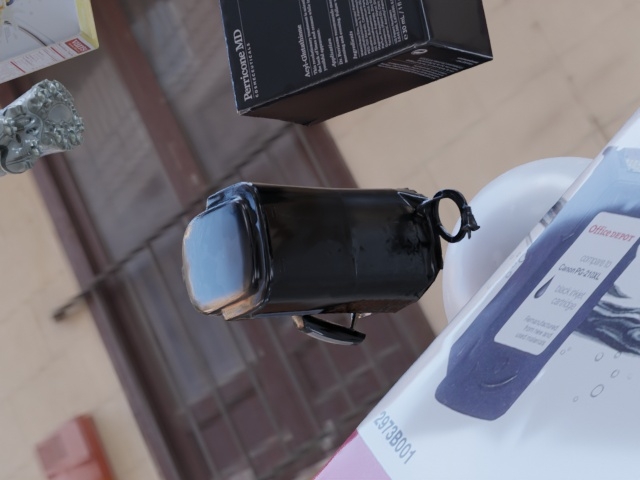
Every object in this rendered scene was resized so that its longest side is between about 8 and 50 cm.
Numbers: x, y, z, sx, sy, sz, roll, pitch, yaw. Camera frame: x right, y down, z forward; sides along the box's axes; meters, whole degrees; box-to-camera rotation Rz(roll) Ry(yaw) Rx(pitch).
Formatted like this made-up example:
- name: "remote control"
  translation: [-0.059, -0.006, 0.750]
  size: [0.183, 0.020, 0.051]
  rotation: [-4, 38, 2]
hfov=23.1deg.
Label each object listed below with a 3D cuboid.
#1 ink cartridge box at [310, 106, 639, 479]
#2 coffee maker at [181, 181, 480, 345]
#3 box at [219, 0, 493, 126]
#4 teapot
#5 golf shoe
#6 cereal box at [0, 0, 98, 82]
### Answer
- name: "ink cartridge box"
  translation: [0.106, 0.057, 0.415]
  size: [0.100, 0.172, 0.237]
  rotation: [40, -88, -21]
- name: "coffee maker"
  translation: [0.000, 0.000, 1.273]
  size: [0.178, 0.120, 0.171]
  rotation: [-1, -38, -40]
- name: "box"
  translation: [0.012, -0.241, 1.211]
  size: [0.184, 0.261, 0.103]
  rotation: [-16, -12, 33]
- name: "teapot"
  translation: [0.243, 0.041, 1.414]
  size: [0.252, 0.256, 0.187]
  rotation: [14, -7, -26]
- name: "golf shoe"
  translation: [-0.276, -0.096, 1.407]
  size: [0.086, 0.069, 0.176]
  rotation: [-18, 8, 21]
- name: "cereal box"
  translation: [-0.342, -0.229, 1.512]
  size: [0.240, 0.173, 0.047]
  rotation: [-19, -20, 12]
